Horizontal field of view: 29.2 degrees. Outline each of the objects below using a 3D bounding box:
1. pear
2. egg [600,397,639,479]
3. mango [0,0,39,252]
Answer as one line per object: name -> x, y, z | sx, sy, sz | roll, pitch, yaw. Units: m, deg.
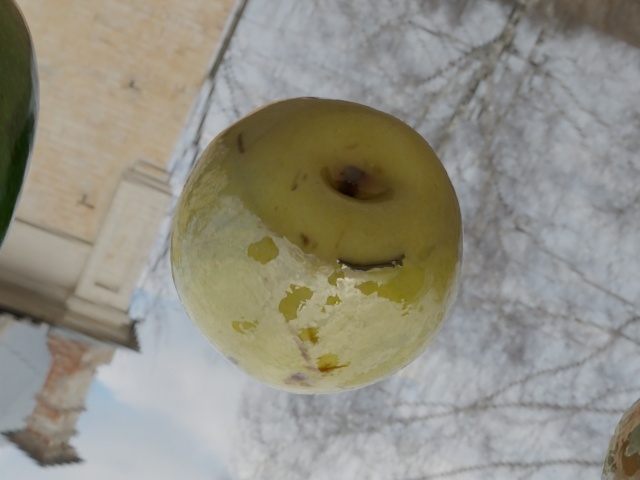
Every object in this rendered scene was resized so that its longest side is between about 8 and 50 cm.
pear -> 0.000, 0.000, 1.222 | 0.309, 0.309, 0.309 | 24, -166, -6
egg -> 0.342, 0.225, 1.058 | 0.203, 0.203, 0.245 | 21, -131, -18
mango -> -0.267, -0.064, 0.662 | 0.225, 0.201, 0.382 | 55, -162, -31
